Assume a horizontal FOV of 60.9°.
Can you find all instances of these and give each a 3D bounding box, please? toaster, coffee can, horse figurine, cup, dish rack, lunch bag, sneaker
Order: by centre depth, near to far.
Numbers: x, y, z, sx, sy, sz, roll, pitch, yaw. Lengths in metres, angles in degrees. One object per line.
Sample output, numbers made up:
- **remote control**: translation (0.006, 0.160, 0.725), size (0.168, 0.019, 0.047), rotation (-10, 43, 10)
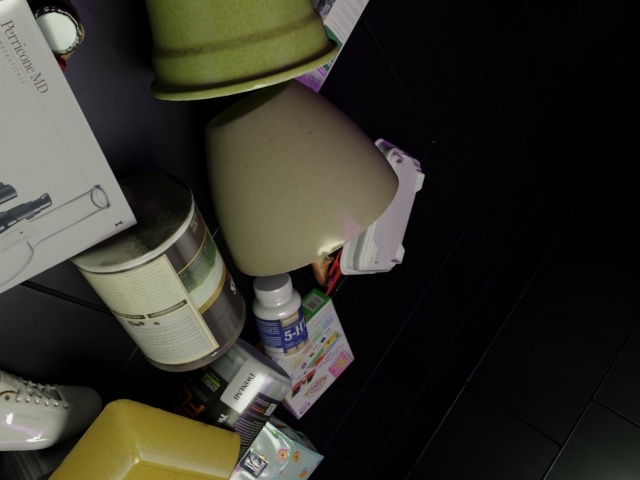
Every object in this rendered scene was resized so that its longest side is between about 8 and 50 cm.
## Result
- **sneaker**: translation (-0.474, 0.256, 0.855), size (0.290, 0.106, 0.123), rotation (3, 114, -50)
- **coffee can**: translation (-0.258, 0.058, 0.892), size (0.201, 0.202, 0.275), rotation (-41, 141, -23)
- **toaster**: translation (-0.472, 0.414, 0.936), size (0.129, 0.147, 0.226), rotation (-8, 121, -48)
- **cup**: translation (-0.064, -0.133, 0.936), size (0.331, 0.331, 0.236), rotation (-42, 117, -23)
- **horse figurine**: translation (0.000, 0.000, 1.276), size (0.174, 0.066, 0.263), rotation (-58, 150, -4)
- **dish rack**: translation (0.168, -0.067, 1.351), size (0.286, 0.073, 0.332), rotation (5, 100, -62)
- **lunch bag**: translation (-0.153, 0.585, 1.437), size (0.223, 0.160, 0.262), rotation (-50, 132, -8)

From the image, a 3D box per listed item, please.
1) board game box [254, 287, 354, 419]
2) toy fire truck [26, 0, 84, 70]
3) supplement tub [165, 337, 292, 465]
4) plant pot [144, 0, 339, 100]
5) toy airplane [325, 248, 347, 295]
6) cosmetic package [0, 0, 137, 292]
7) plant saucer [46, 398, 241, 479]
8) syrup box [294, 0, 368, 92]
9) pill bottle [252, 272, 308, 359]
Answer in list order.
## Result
- **board game box**: translation (-0.038, 0.309, 1.452), size (0.242, 0.064, 0.316), rotation (-43, 141, -21)
- **toy fire truck**: translation (-0.413, -0.213, 0.587), size (0.246, 0.158, 0.217), rotation (-43, 141, 13)
- **supplement tub**: translation (-0.222, 0.378, 1.170), size (0.316, 0.194, 0.193), rotation (-55, 144, -7)
- **plant pot**: translation (-0.133, -0.356, 0.730), size (0.276, 0.276, 0.253), rotation (-33, 125, -32)
- **toy airplane**: translation (0.046, 0.061, 1.305), size (0.151, 0.028, 0.151), rotation (-42, 144, -42)
- **cosmetic package**: translation (-0.393, -0.079, 0.588), size (0.285, 0.097, 0.377), rotation (-33, 157, -18)
- **plant saucer**: translation (-0.317, 0.460, 0.930), size (0.332, 0.081, 0.333), rotation (-51, 138, -3)
- **syrup box**: translation (-0.009, -0.384, 0.968), size (0.093, 0.096, 0.236), rotation (27, 92, -55)
- **pill bottle**: translation (-0.094, 0.167, 1.237), size (0.112, 0.112, 0.186), rotation (-32, 127, -33)
